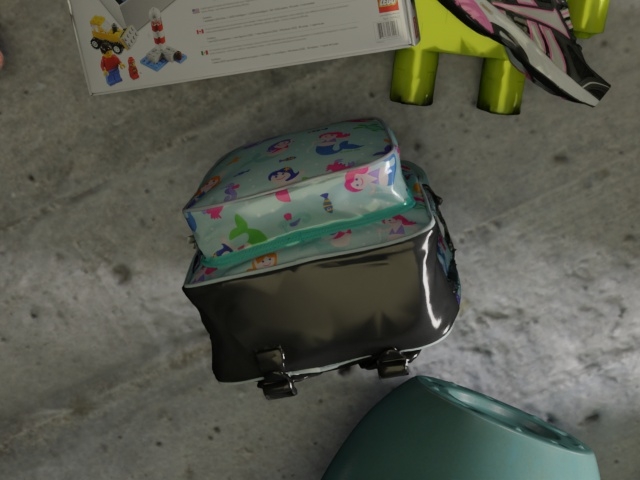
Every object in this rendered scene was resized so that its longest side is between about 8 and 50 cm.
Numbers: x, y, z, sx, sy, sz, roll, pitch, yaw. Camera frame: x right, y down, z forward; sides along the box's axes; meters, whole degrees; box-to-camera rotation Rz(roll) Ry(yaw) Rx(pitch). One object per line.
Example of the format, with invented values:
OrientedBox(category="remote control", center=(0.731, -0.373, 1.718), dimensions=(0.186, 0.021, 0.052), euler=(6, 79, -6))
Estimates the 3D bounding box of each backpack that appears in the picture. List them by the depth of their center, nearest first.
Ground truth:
OrientedBox(category="backpack", center=(0.000, 0.000, 0.870), dimensions=(0.225, 0.253, 0.191), euler=(-14, 102, 9))

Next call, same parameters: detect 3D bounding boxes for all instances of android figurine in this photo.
OrientedBox(category="android figurine", center=(0.139, -0.252, 0.891), dimensions=(0.248, 0.056, 0.273), euler=(8, 109, -1))

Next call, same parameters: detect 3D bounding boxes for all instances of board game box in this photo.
OrientedBox(category="board game box", center=(-0.078, -0.243, 0.867), dimensions=(0.305, 0.053, 0.193), euler=(-5, 106, 16))

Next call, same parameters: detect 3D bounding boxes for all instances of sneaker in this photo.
OrientedBox(category="sneaker", center=(0.188, -0.185, 0.851), dimensions=(0.178, 0.072, 0.077), euler=(36, 97, -18))

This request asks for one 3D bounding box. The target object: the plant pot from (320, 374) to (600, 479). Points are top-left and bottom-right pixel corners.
OrientedBox(category="plant pot", center=(0.129, 0.268, 0.943), dimensions=(0.293, 0.293, 0.235), euler=(22, 91, -5))

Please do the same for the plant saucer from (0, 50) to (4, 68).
OrientedBox(category="plant saucer", center=(-0.458, -0.215, 0.920), dimensions=(0.258, 0.048, 0.259), euler=(-28, 105, 9))
